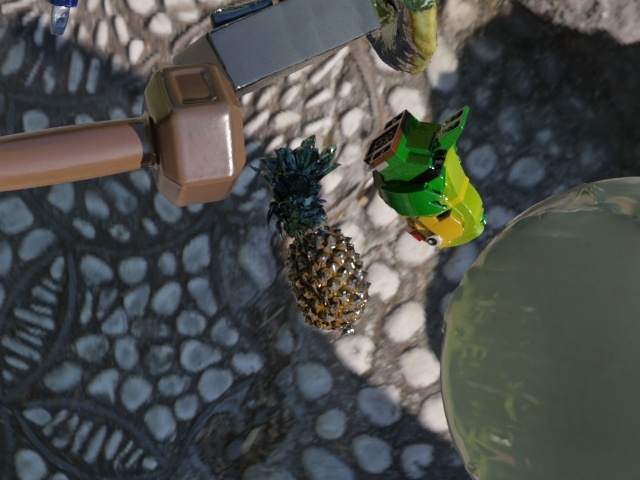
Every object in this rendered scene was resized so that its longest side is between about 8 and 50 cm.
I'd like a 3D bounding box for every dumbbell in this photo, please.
[{"bbox_3d":[-0.165,-0.053,0.719,0.231,0.082,0.092,-10,46,-16],"label":"dumbbell"}]

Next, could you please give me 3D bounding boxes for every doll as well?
[{"bbox_3d":[0.133,-0.070,1.369,0.134,0.186,0.106,-5,42,24],"label":"doll"}]

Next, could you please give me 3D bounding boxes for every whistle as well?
[{"bbox_3d":[-0.227,-0.221,1.007,0.033,0.029,0.083,-7,117,-42],"label":"whistle"}]

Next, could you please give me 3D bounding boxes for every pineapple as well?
[{"bbox_3d":[0.000,0.000,1.218,0.103,0.083,0.221,-21,102,-19],"label":"pineapple"}]

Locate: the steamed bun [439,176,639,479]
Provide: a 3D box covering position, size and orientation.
[{"bbox_3d":[0.261,0.105,0.877,0.309,0.309,0.309,2,76,-9],"label":"steamed bun"}]

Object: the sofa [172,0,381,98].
[{"bbox_3d":[-0.039,-0.152,0.863,0.147,0.085,0.060,-29,96,-30],"label":"sofa"}]

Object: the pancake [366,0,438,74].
[{"bbox_3d":[0.084,-0.366,1.580,0.067,0.427,0.305,-18,125,-1],"label":"pancake"}]
